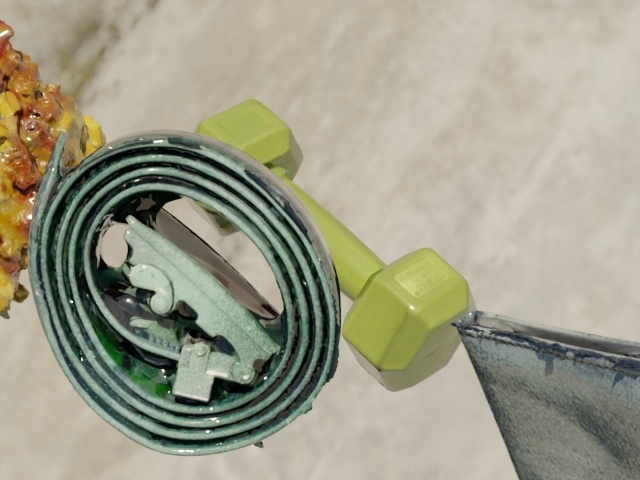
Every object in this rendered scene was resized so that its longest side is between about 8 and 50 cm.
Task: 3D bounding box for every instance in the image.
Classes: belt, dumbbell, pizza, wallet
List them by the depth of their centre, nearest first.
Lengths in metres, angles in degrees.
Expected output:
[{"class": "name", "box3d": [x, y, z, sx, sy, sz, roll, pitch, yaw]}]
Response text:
[{"class": "wallet", "box3d": [0.188, 0.129, 1.187, 0.036, 0.167, 0.222, -37, 26, -26]}, {"class": "belt", "box3d": [-0.103, 0.026, 1.341, 0.206, 0.267, 0.116, -36, 7, 6]}, {"class": "dumbbell", "box3d": [0.000, 0.000, 1.604, 0.302, 0.121, 0.108, 42, 142, 29]}, {"class": "pizza", "box3d": [-0.259, -0.080, 1.625, 0.081, 0.228, 0.290, -12, 86, 34]}]
